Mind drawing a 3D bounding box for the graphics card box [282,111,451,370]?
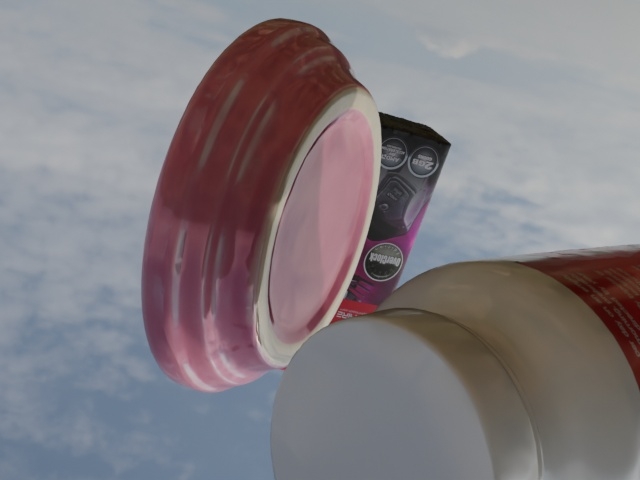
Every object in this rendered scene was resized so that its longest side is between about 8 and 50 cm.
[{"bbox_3d":[0.000,0.000,1.369,0.233,0.371,0.094,14,-164,-19],"label":"graphics card box"}]

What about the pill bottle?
[{"bbox_3d":[0.165,0.122,0.748,0.229,0.229,0.408,30,-159,37],"label":"pill bottle"}]

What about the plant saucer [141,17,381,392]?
[{"bbox_3d":[-0.032,-0.020,0.890,0.084,0.332,0.332,17,-163,20],"label":"plant saucer"}]
